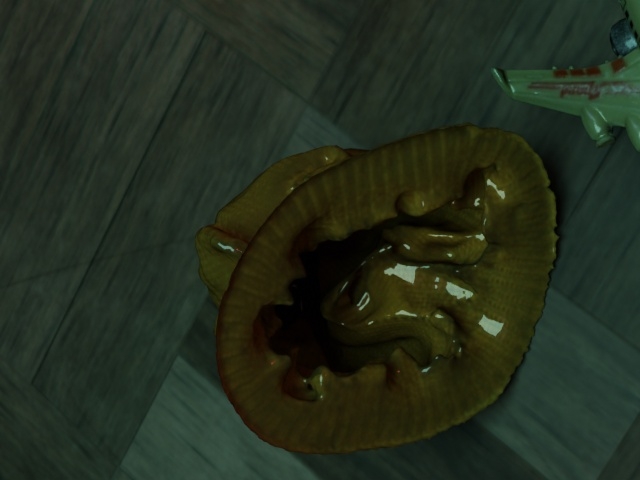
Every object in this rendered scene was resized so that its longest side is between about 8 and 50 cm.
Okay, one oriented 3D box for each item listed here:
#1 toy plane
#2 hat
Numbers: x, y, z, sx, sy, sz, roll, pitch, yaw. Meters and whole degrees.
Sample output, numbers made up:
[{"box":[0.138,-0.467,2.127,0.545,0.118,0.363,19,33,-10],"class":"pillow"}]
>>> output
[{"box":[0.222,-0.115,1.043,0.229,0.092,0.244,-32,74,28],"class":"toy plane"},{"box":[0.000,0.000,1.181,0.233,0.233,0.244,32,97,57],"class":"hat"}]
